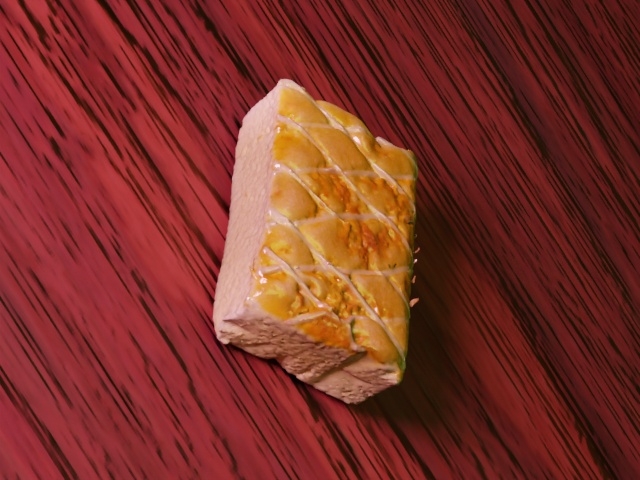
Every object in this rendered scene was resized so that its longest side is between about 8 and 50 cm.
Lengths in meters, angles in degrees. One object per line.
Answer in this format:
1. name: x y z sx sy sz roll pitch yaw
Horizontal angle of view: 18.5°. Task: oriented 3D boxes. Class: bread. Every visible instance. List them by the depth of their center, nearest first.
1. bread: 0.000 -0.001 1.295 0.125 0.068 0.188 28 50 -28
